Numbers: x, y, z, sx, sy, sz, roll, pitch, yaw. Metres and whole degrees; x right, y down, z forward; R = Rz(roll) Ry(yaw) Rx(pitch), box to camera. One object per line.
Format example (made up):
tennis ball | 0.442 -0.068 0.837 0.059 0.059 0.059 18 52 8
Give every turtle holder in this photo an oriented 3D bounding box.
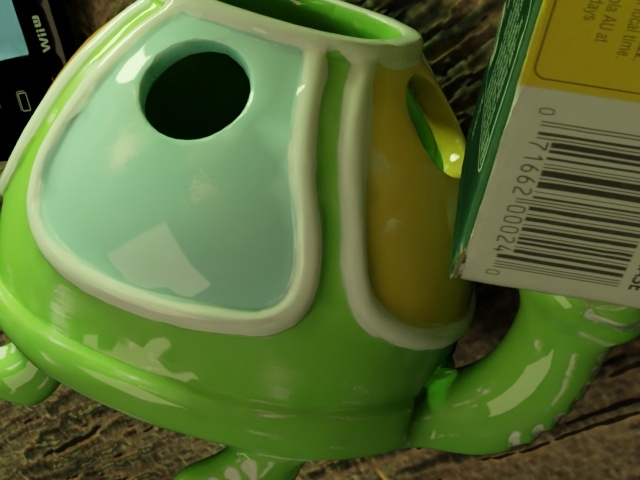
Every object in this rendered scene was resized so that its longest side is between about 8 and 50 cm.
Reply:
turtle holder | -0.018 -0.002 0.700 0.320 0.243 0.227 31 114 42

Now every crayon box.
crayon box | 0.217 -0.045 0.444 0.319 0.081 0.202 10 144 0

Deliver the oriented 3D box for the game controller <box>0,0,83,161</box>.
game controller | -0.250 -0.208 0.945 0.166 0.067 0.319 1 112 45
